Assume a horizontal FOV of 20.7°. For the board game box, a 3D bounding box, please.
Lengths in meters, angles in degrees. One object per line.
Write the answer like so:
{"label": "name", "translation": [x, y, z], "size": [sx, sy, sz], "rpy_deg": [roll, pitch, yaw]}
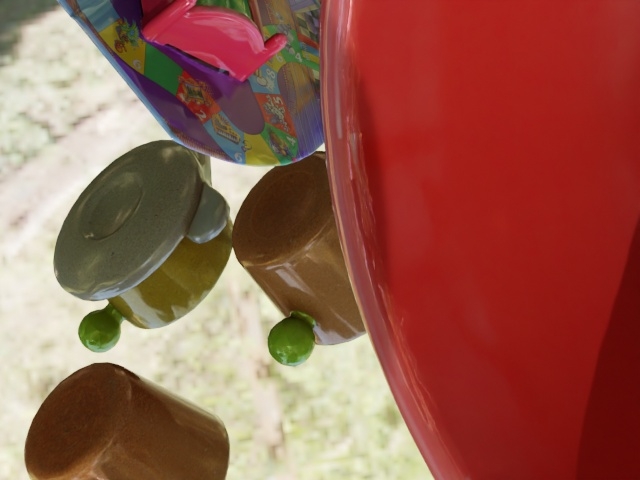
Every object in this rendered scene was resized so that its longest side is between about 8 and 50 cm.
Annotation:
{"label": "board game box", "translation": [-0.043, -0.104, 0.589], "size": [0.033, 0.168, 0.133], "rpy_deg": [-36, -173, 33]}

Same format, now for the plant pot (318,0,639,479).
{"label": "plant pot", "translation": [0.177, -0.036, 0.376], "size": [0.243, 0.275, 0.275], "rpy_deg": [-20, 180, -40]}

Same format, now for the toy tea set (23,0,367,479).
{"label": "toy tea set", "translation": [0.000, 0.000, 0.781], "size": [0.336, 0.200, 0.124], "rpy_deg": [-46, 126, 2]}
